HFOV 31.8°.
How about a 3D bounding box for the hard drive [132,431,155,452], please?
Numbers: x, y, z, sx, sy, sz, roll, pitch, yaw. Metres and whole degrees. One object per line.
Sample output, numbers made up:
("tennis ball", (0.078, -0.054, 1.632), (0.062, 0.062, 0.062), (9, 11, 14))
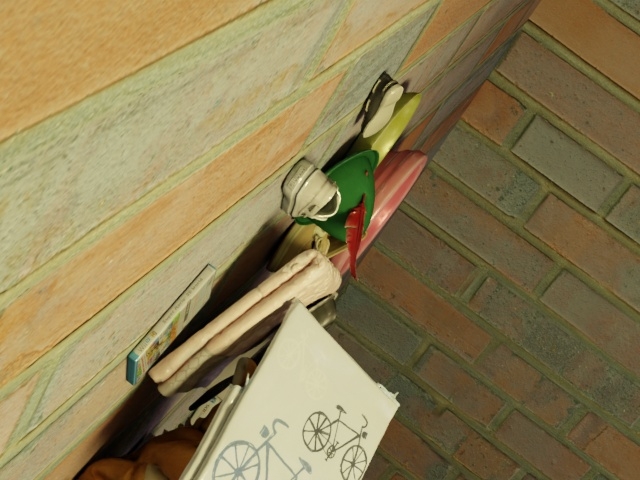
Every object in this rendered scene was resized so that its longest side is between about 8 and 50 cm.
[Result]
("hard drive", (-0.374, 0.477, 2.082), (0.172, 0.054, 0.254), (-47, 172, -46))

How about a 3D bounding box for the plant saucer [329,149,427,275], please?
("plant saucer", (0.102, -0.071, 2.430), (0.332, 0.084, 0.332), (-51, 173, -8))

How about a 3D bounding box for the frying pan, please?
("frying pan", (-0.096, 0.203, 1.905), (0.326, 0.053, 0.197), (-39, 173, -3))

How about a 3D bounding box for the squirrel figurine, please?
("squirrel figurine", (-0.197, 0.361, 1.793), (0.370, 0.281, 0.397), (-46, -171, -15))

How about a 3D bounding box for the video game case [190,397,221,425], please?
("video game case", (-0.168, 0.279, 2.612), (0.300, 0.036, 0.329), (-55, 175, 13))

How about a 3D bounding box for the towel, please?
("towel", (-0.105, 0.133, 1.774), (0.317, 0.053, 0.332), (-38, 173, 0))

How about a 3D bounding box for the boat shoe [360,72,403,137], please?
("boat shoe", (0.088, -0.209, 1.749), (0.046, 0.038, 0.125), (-27, 160, -30))

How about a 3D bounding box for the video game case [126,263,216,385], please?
("video game case", (-0.201, 0.114, 1.512), (0.166, 0.015, 0.119), (-51, 174, -24))

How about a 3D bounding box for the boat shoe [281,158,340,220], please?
("boat shoe", (-0.010, -0.060, 1.674), (0.083, 0.076, 0.226), (-53, 174, 1))

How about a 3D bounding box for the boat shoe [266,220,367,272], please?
("boat shoe", (0.000, 0.000, 1.999), (0.104, 0.089, 0.285), (-55, 170, 33))

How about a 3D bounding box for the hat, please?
("hat", (0.072, -0.021, 1.846), (0.208, 0.183, 0.173), (-34, 160, -20))

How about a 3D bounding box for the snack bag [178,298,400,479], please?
("snack bag", (-0.036, 0.298, 1.661), (0.037, 0.323, 0.342), (5, -123, 44))

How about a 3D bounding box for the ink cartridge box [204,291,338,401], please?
("ink cartridge box", (-0.101, 0.183, 2.172), (0.201, 0.117, 0.278), (-56, 173, 23))

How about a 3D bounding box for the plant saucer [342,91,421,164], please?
("plant saucer", (0.095, -0.173, 2.003), (0.241, 0.037, 0.241), (-52, 173, -9))
